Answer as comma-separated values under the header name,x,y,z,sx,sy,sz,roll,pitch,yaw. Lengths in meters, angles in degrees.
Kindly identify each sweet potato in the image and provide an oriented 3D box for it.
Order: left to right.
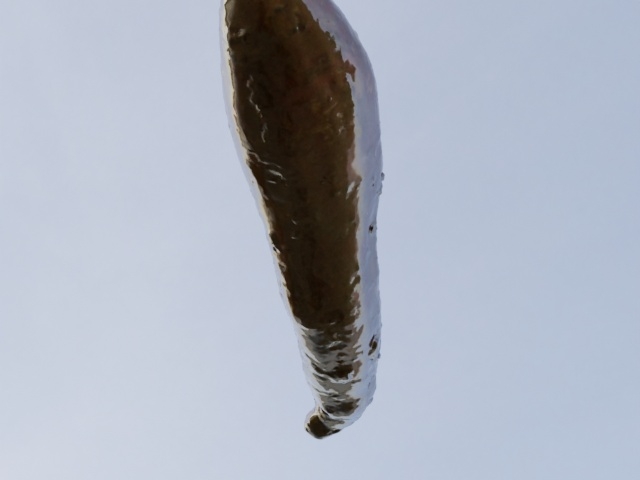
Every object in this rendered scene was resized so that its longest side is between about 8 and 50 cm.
name,x,y,z,sx,sy,sz,roll,pitch,yaw
sweet potato,0.000,0.000,0.518,0.050,0.050,0.214,5,-50,17
